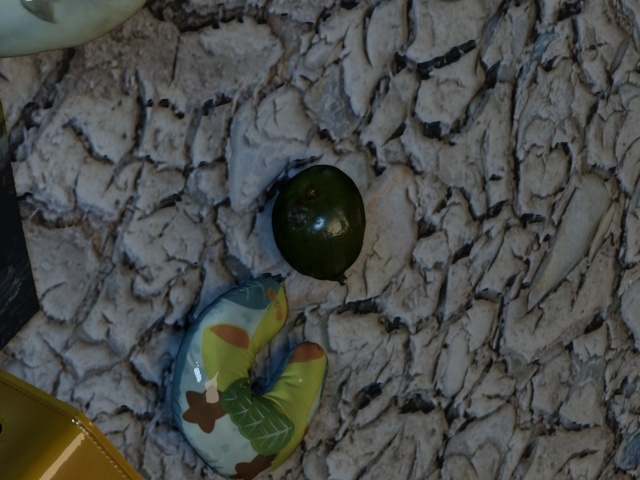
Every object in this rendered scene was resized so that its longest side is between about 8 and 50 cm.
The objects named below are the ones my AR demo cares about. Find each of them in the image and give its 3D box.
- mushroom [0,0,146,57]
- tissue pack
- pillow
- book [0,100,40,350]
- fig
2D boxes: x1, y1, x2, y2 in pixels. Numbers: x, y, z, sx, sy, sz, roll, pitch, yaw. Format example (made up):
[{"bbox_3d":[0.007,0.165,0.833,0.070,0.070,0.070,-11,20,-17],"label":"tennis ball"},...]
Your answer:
[{"bbox_3d":[-0.255,-0.305,1.738,0.336,0.314,0.314,4,105,-75],"label":"mushroom"},{"bbox_3d":[-0.336,0.281,1.919,0.274,0.194,0.145,-49,130,-20],"label":"tissue pack"},{"bbox_3d":[-0.081,0.158,2.208,0.214,0.086,0.233,-56,134,-28],"label":"pillow"},{"bbox_3d":[-0.355,-0.031,1.808,0.262,0.028,0.374,-54,143,-55],"label":"book"},{"bbox_3d":[0.000,0.000,2.214,0.117,0.117,0.177,-42,153,-25],"label":"fig"}]
